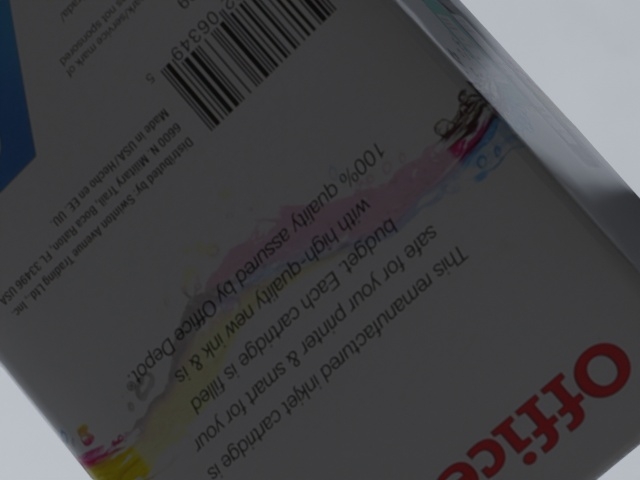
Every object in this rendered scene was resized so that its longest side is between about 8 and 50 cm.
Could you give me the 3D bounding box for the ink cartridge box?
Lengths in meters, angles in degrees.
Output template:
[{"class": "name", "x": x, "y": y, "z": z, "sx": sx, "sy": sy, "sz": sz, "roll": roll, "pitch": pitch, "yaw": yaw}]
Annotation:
[{"class": "ink cartridge box", "x": 0.000, "y": 0.000, "z": 0.595, "sx": 0.198, "sy": 0.197, "sz": 0.270, "roll": -43, "pitch": -99, "yaw": 15}]
